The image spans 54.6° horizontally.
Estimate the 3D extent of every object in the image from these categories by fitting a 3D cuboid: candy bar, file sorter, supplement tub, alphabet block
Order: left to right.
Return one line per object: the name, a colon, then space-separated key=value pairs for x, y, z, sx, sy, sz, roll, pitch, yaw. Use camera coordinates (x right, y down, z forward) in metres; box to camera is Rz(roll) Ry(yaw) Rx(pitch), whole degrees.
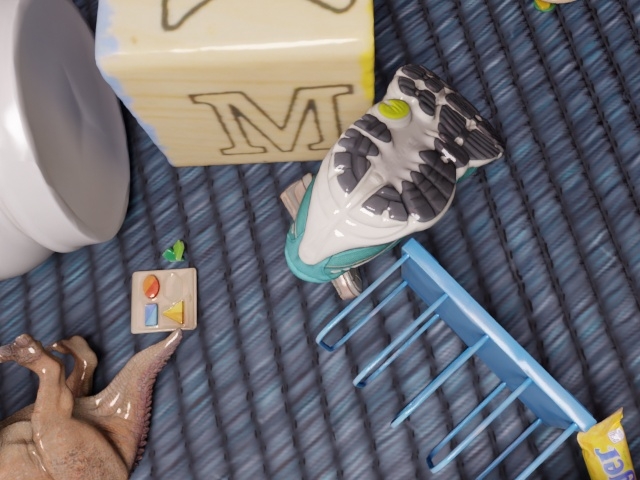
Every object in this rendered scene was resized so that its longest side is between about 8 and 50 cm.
supplement tub: x=-0.351 y=-0.073 z=0.497 sx=0.331 sy=0.241 sz=0.241 roll=-8 pitch=73 yaw=2
alphabet block: x=-0.054 y=-0.186 z=0.530 sx=0.197 sy=0.193 sz=0.192 roll=-2 pitch=75 yaw=4
file sorter: x=0.092 y=0.105 z=0.472 sx=0.104 sy=0.118 sz=0.170 roll=-43 pitch=75 yaw=-4
candy bar: x=0.220 y=0.195 z=0.447 sx=0.040 sy=0.018 sz=0.161 roll=-25 pitch=103 yaw=-16

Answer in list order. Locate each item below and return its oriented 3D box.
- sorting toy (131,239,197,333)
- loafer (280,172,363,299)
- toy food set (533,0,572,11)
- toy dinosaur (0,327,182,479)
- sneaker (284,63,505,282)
sorting toy: x=-0.143 y=0.041 z=0.563 sx=0.062 sy=0.012 sz=0.083 roll=-5 pitch=73 yaw=4
loafer: x=0.000 y=0.000 z=0.552 sx=0.039 sy=0.045 sz=0.125 roll=-27 pitch=66 yaw=14
toy food set: x=0.234 y=-0.271 z=0.620 sx=0.082 sy=0.020 sz=0.083 roll=-21 pitch=73 yaw=-1
toy dinosaur: x=-0.219 y=0.190 z=0.473 sx=0.295 sy=0.127 sz=0.200 roll=-29 pitch=84 yaw=-26
sneaker: x=0.059 y=-0.059 z=0.487 sx=0.107 sy=0.110 sz=0.275 roll=46 pitch=41 yaw=6
